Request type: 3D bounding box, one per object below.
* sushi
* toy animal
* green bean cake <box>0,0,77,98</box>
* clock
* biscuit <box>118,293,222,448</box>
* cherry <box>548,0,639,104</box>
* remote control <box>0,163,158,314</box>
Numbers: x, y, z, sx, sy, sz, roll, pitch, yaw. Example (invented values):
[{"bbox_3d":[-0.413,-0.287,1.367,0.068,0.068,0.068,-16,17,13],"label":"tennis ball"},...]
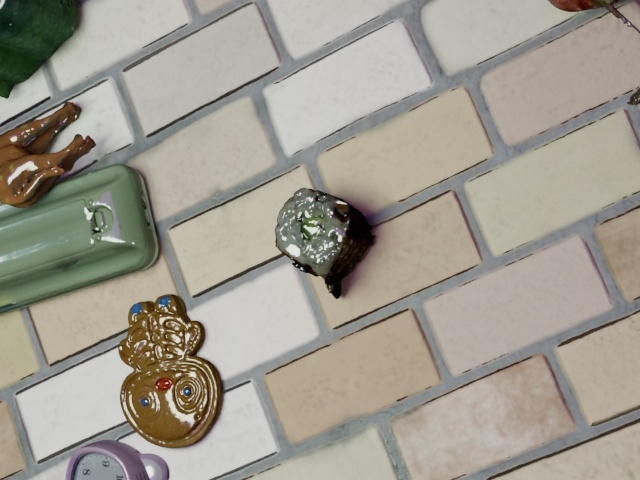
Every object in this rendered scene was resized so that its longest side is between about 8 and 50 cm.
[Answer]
[{"bbox_3d":[0.000,-0.002,1.434,0.094,0.084,0.098,31,92,21],"label":"sushi"},{"bbox_3d":[-0.389,-0.103,1.574,0.229,0.066,0.224,-31,44,2],"label":"toy animal"},{"bbox_3d":[-0.479,-0.290,1.585,0.308,0.169,0.300,-36,73,14],"label":"green bean cake"},{"bbox_3d":[-0.235,0.306,1.503,0.110,0.050,0.153,4,86,19],"label":"clock"},{"bbox_3d":[-0.177,0.151,1.511,0.124,0.026,0.175,-17,80,16],"label":"biscuit"},{"bbox_3d":[0.284,-0.244,1.361,0.107,0.090,0.225,-16,89,5],"label":"cherry"},{"bbox_3d":[-0.355,0.013,1.565,0.335,0.065,0.128,-17,81,17],"label":"remote control"}]
